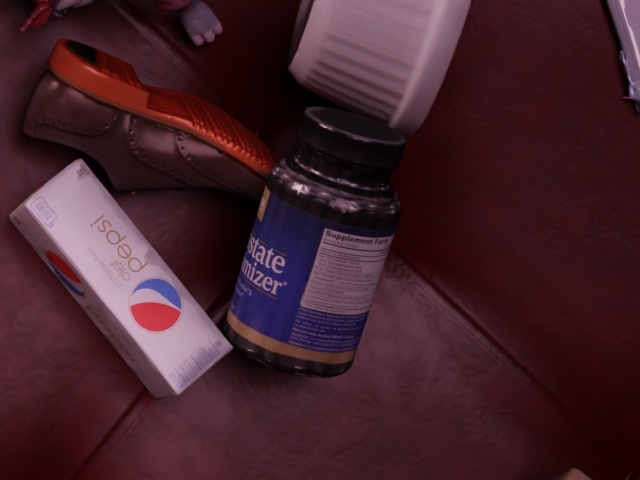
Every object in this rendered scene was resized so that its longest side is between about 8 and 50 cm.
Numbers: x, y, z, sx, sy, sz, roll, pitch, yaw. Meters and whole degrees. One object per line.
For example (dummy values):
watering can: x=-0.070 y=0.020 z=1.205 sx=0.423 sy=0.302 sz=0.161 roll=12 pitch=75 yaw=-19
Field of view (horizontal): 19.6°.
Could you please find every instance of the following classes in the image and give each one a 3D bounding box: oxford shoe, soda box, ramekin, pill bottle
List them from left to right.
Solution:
soda box: x=-0.177 y=0.036 z=1.630 sx=0.069 sy=0.074 sz=0.216 roll=-40 pitch=97 yaw=-22
oxford shoe: x=-0.140 y=-0.082 z=1.671 sx=0.271 sy=0.097 sz=0.098 roll=27 pitch=104 yaw=-21
pill bottle: x=0.000 y=0.000 z=1.634 sx=0.122 sy=0.123 sz=0.219 roll=12 pitch=106 yaw=-19
ramekin: x=0.059 y=-0.237 z=1.672 sx=0.127 sy=0.273 sz=0.273 roll=15 pitch=76 yaw=-6

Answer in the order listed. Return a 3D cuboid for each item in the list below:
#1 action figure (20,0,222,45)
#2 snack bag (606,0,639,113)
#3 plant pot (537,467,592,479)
action figure: x=-0.133 y=-0.316 z=1.592 sx=0.248 sy=0.276 sz=0.370 roll=42 pitch=89 yaw=-5
snack bag: x=0.421 y=-0.325 z=1.942 sx=0.342 sy=0.037 sz=0.323 roll=-17 pitch=88 yaw=-22
plant pot: x=0.227 y=0.277 z=1.736 sx=0.109 sy=0.109 sz=0.096 roll=37 pitch=58 yaw=-12
